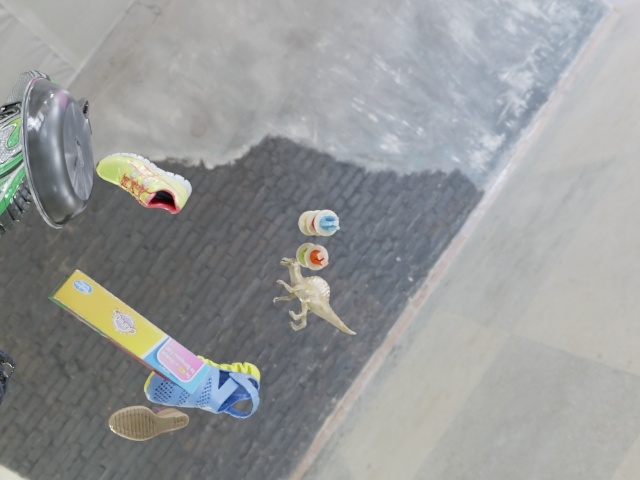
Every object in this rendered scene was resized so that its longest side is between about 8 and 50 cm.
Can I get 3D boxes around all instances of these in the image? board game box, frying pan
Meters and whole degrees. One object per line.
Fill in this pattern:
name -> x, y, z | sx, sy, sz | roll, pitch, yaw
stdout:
board game box -> -0.393, 0.183, 1.238 | 0.064, 0.316, 0.242 | -55, 18, -20
frying pan -> -0.347, -0.122, 0.864 | 0.326, 0.053, 0.197 | -128, 34, -82

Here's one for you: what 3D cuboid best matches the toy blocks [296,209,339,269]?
toy blocks -> 0.000, 0.000, 1.238 | 0.148, 0.054, 0.123 | -175, 88, -70

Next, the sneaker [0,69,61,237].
sneaker -> -0.553, -0.178, 1.064 | 0.134, 0.146, 0.344 | -17, 51, 30

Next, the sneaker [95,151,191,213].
sneaker -> -0.384, -0.120, 1.325 | 0.081, 0.208, 0.094 | -56, 24, 39

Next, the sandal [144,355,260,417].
sandal -> -0.272, 0.368, 1.504 | 0.138, 0.317, 0.126 | 50, 124, 49

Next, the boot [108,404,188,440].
boot -> -0.522, 0.512, 1.730 | 0.207, 0.248, 0.090 | -12, 71, 42

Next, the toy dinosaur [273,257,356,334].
toy dinosaur -> -0.016, 0.106, 1.029 | 0.092, 0.183, 0.053 | -38, -5, -24

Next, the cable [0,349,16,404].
cable -> -0.550, 0.199, 0.894 | 0.047, 0.184, 0.151 | -7, 45, 36
